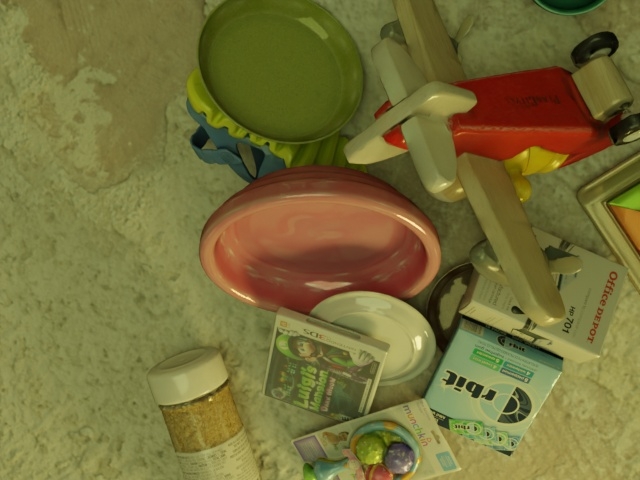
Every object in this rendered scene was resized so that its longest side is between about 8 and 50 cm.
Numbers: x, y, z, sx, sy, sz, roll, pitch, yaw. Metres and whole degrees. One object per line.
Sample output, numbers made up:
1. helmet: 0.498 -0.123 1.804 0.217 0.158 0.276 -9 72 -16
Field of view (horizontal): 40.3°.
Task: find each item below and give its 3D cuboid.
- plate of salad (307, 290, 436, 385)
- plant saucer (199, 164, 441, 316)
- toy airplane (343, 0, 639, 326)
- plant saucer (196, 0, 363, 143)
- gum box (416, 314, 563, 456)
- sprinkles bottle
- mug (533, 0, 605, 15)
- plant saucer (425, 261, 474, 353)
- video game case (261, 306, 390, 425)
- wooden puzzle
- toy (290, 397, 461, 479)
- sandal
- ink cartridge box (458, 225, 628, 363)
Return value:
1. plate of salad: 0.074 0.144 1.309 0.199 0.048 0.200 6 129 8
2. plant saucer: 0.000 0.000 1.211 0.331 0.332 0.084 -6 58 12
3. toy airplane: 0.192 -0.124 1.101 0.384 0.386 0.272 32 147 -7
4. plant saucer: -0.058 -0.237 1.214 0.240 0.037 0.241 7 69 -17
5. gum box: 0.245 0.216 1.281 0.156 0.041 0.185 23 125 5
6. sprinkles bottle: -0.163 0.352 1.377 0.121 0.121 0.356 -15 98 14
7. mug: 0.322 -0.375 1.136 0.129 0.097 0.158 -12 103 15
8. plant saucer: 0.241 0.109 1.294 0.168 0.029 0.169 2 102 10
9. video game case: 0.003 0.198 1.322 0.173 0.022 0.191 19 132 7
10. wooden puzzle: 0.510 -0.028 1.203 0.220 0.044 0.239 -34 94 15
11. toy: 0.078 0.342 1.342 0.237 0.056 0.137 -21 107 24
12. sandal: -0.068 -0.125 1.274 0.317 0.126 0.138 36 140 -4
13. ink cartridge box: 0.309 0.069 1.212 0.190 0.082 0.140 23 75 3
